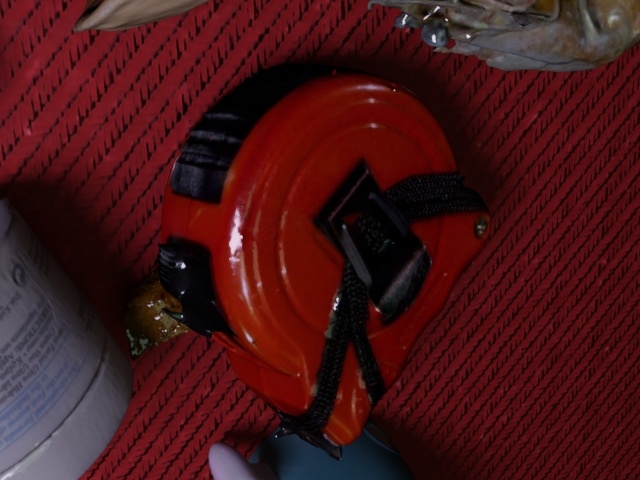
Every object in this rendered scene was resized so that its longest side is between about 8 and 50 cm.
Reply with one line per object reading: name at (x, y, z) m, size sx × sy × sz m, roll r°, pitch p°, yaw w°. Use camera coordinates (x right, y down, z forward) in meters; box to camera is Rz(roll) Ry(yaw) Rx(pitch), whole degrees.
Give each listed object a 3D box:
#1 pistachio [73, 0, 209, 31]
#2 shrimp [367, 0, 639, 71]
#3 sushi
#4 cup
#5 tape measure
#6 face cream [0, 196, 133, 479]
pistachio at (-0.082, -0.219, 0.634) m, size 0.229 × 0.157 × 0.157 m, roll -34°, pitch 125°, yaw 4°
shrimp at (0.178, -0.249, 0.808) m, size 0.360 × 0.085 × 0.247 m, roll -19°, pitch 111°, yaw -23°
sushi at (-0.108, 0.045, 0.795) m, size 0.118 × 0.061 × 0.060 m, roll -38°, pitch 113°, yaw -9°
cup at (0.028, 0.259, 0.899) m, size 0.300 × 0.173 × 0.167 m, roll 34°, pitch 93°, yaw -35°
tape measure at (0.001, 0.000, 0.768) m, size 0.253 × 0.114 × 0.260 m, roll -54°, pitch 128°, yaw -18°
face cream at (-0.235, 0.078, 0.672) m, size 0.177 × 0.177 × 0.153 m, roll -34°, pitch 122°, yaw -10°
